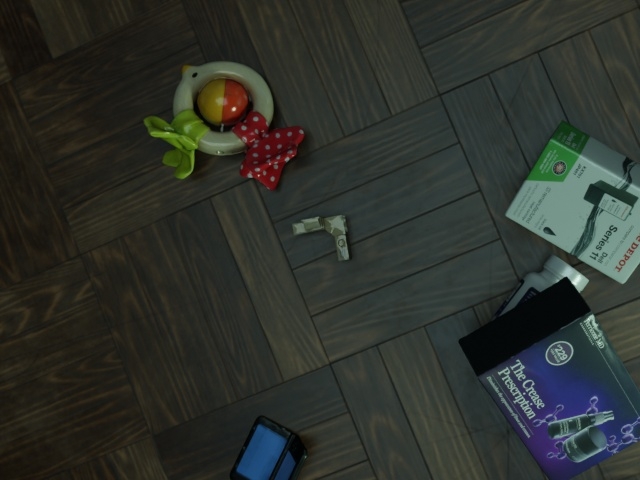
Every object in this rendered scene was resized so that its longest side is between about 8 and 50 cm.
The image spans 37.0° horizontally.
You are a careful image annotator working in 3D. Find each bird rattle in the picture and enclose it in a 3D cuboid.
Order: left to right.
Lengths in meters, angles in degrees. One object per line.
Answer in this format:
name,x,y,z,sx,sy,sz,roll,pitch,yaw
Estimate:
bird rattle,-0.152,-0.197,1.544,0.254,0.143,0.206,0,73,8

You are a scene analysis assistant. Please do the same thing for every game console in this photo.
game console,-0.085,0.366,1.551,0.071,0.107,0.122,24,95,-19

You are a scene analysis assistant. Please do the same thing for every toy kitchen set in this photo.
toy kitchen set,0.000,0.000,1.537,0.083,0.068,0.075,-10,88,11

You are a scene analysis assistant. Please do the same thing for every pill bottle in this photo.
pill bottle,0.330,0.108,1.462,0.094,0.094,0.169,37,96,9

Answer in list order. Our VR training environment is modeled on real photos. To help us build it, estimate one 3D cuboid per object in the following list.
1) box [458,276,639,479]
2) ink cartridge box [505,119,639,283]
box,0.350,0.209,1.393,0.184,0.103,0.261,-34,118,7
ink cartridge box,0.407,-0.056,1.425,0.208,0.087,0.153,31,124,9
